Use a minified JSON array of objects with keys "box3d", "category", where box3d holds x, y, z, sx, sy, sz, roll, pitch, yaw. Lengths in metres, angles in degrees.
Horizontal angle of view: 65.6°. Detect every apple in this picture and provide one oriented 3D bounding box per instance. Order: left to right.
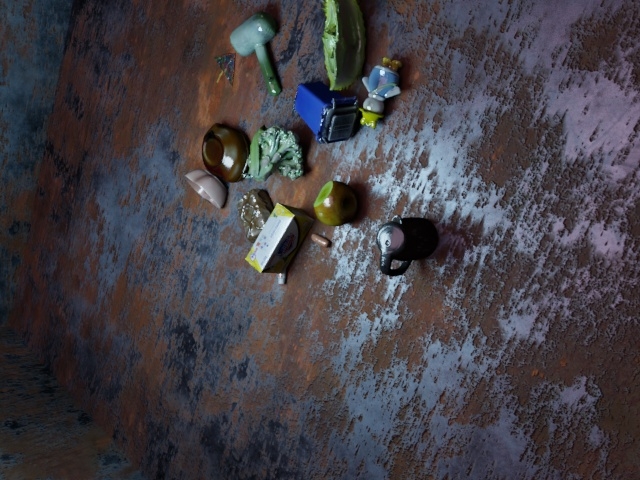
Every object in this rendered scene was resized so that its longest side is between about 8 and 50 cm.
[{"box3d":[0.048,-0.131,1.806,0.147,0.163,0.146,8,52,45],"category":"apple"}]

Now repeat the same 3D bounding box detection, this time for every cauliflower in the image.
[{"box3d":[-0.202,-0.310,1.920,0.256,0.239,0.316,1,48,37],"category":"cauliflower"}]

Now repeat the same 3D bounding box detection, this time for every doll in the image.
[{"box3d":[0.203,-0.515,1.734,0.135,0.099,0.241,18,105,-7],"category":"doll"}]

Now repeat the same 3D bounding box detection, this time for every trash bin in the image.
[{"box3d":[0.017,-0.484,1.814,0.234,0.162,0.184,50,141,33],"category":"trash bin"}]

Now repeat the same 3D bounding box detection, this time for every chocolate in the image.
[{"box3d":[-0.267,-0.095,2.065,0.148,0.093,0.214,-32,70,35],"category":"chocolate"}]

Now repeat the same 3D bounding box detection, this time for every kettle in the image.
[{"box3d":[0.263,0.015,1.615,0.143,0.232,0.202,25,105,33],"category":"kettle"}]

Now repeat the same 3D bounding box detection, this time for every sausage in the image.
[{"box3d":[0.000,0.000,1.918,0.083,0.034,0.034,30,107,30],"category":"sausage"}]

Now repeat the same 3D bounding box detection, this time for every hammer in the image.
[{"box3d":[-0.242,-0.751,2.042,0.206,0.118,0.336,-23,84,35],"category":"hammer"}]

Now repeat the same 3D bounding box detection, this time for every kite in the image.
[{"box3d":[-0.424,-0.771,2.220,0.159,0.010,0.190,-42,66,29],"category":"kite"}]

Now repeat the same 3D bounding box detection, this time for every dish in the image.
[{"box3d":[-0.496,-0.243,2.205,0.213,0.213,0.090,33,76,30],"category":"dish"}]

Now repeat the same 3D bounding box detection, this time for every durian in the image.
[{"box3d":[0.081,-0.713,1.754,0.157,0.169,0.356,-3,101,8],"category":"durian"}]

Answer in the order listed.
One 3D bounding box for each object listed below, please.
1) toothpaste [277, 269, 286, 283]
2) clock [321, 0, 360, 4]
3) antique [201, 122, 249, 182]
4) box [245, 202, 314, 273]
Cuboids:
[{"box3d":[-0.157,0.068,2.033,0.052,0.033,0.219,-2,85,37],"category":"toothpaste"},{"box3d":[0.066,-0.936,1.840,0.147,0.071,0.192,-47,65,26],"category":"clock"},{"box3d":[-0.418,-0.381,2.148,0.223,0.129,0.278,-38,68,32],"category":"antique"},{"box3d":[-0.157,-0.003,1.931,0.097,0.168,0.265,36,100,25],"category":"box"}]
